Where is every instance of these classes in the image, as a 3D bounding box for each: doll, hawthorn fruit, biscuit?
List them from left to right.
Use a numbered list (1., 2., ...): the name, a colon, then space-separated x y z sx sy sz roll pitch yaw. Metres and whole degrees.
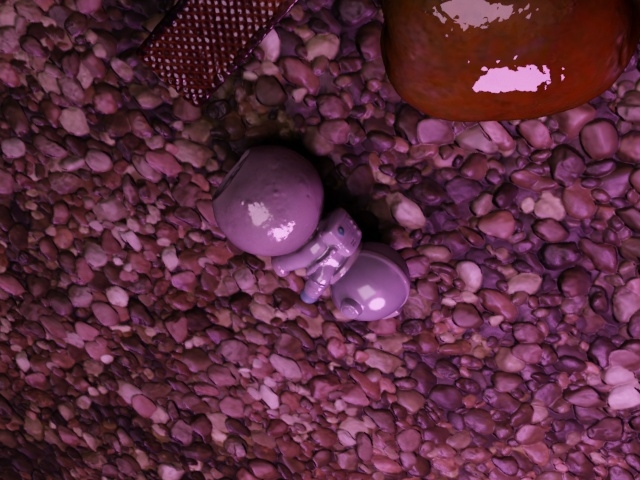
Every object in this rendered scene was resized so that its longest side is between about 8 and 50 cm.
1. biscuit: -0.107 -0.272 1.283 0.106 0.070 0.252 42 127 -11
2. doll: 0.000 0.000 1.386 0.287 0.151 0.151 38 128 -11
3. hawthorn fruit: 0.204 -0.247 1.066 0.300 0.268 0.268 4 124 17
